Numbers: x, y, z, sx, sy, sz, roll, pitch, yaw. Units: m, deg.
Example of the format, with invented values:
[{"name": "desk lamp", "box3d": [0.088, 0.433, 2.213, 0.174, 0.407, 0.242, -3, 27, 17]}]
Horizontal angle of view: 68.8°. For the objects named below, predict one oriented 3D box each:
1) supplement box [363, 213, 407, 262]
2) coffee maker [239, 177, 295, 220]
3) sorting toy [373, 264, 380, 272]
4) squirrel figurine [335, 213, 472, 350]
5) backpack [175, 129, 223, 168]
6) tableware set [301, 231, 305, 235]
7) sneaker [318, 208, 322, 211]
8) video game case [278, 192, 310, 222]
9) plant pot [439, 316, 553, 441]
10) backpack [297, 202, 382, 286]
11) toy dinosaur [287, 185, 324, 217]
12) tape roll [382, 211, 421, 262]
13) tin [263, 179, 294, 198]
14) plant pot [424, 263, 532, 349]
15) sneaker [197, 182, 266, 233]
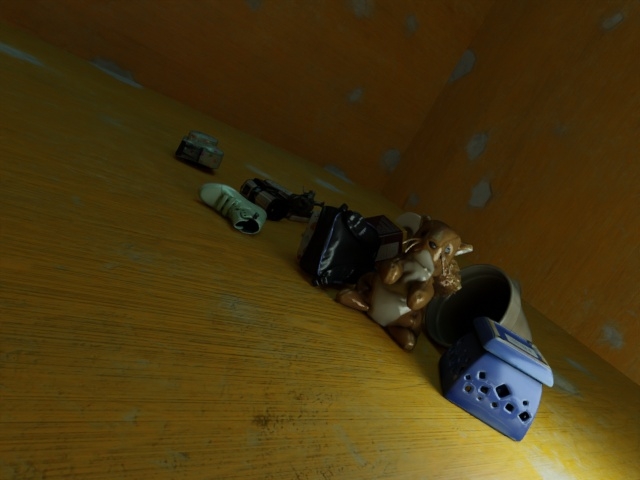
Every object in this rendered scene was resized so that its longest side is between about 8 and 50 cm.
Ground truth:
[{"name": "supplement box", "box3d": [0.249, -0.009, 2.075, 0.194, 0.129, 0.191, -11, 30, -17]}, {"name": "coffee maker", "box3d": [-0.222, -0.162, 1.919, 0.178, 0.120, 0.171, 39, -6, 28]}, {"name": "sorting toy", "box3d": [0.236, 0.137, 1.859, 0.132, 0.046, 0.274, 22, 17, -47]}, {"name": "squirrel figurine", "box3d": [0.309, 0.100, 1.506, 0.281, 0.370, 0.397, 36, 16, 22]}, {"name": "backpack", "box3d": [-0.512, -0.390, 2.029, 0.189, 0.144, 0.166, 28, 9, -19]}, {"name": "tableware set", "box3d": [0.000, 0.000, 1.947, 0.141, 0.020, 0.169, 31, 16, 12]}, {"name": "sneaker", "box3d": [0.071, -0.129, 2.391, 0.209, 0.081, 0.094, 12, 21, -48]}, {"name": "video game case", "box3d": [-0.178, -0.169, 2.155, 0.285, 0.025, 0.204, 37, 16, 26]}, {"name": "plant pot", "box3d": [0.488, 0.362, 1.301, 0.236, 0.212, 0.236, 31, 14, 4]}, {"name": "backpack", "box3d": [0.070, 0.028, 1.578, 0.264, 0.276, 0.213, 22, 3, -39]}, {"name": "toy dinosaur", "box3d": [-0.085, -0.161, 2.096, 0.161, 0.120, 0.314, 22, 16, 20]}, {"name": "tape roll", "box3d": [0.404, 0.018, 2.138, 0.100, 0.286, 0.286, 21, 17, -29]}, {"name": "tin", "box3d": [-0.206, -0.249, 2.353, 0.190, 0.040, 0.106, 31, 19, 2]}, {"name": "plant pot", "box3d": [0.573, 0.287, 1.608, 0.280, 0.323, 0.323, 41, 9, -27]}, {"name": "sneaker", "box3d": [-0.304, -0.110, 1.588, 0.256, 0.094, 0.151, 26, 18, -11]}]
